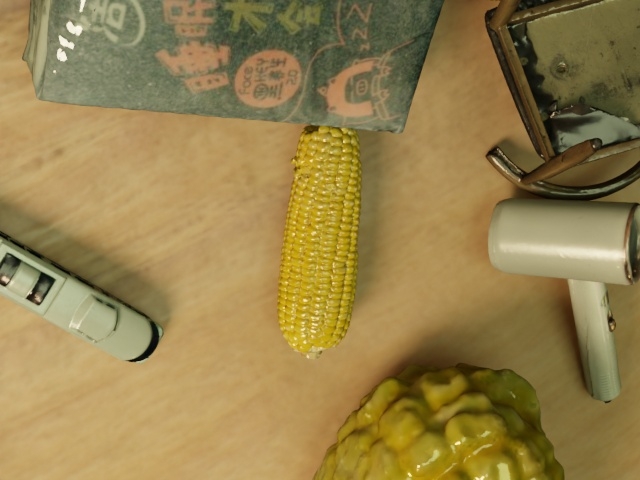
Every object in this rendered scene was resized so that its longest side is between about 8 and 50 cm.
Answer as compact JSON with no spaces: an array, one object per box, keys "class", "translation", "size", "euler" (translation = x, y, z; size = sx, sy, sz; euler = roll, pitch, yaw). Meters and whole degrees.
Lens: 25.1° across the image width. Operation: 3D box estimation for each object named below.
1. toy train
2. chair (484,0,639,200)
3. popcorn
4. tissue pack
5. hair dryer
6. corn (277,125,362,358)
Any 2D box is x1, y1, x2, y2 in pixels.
[{"class":"toy train","translation":[-0.216,0.042,1.160],"size":[0.207,0.047,0.043],"euler":[32,90,-23]},{"class":"chair","translation":[0.240,-0.140,1.195],"size":[0.188,0.272,0.166],"euler":[-16,81,-7]},{"class":"popcorn","translation":[0.100,0.250,1.268],"size":[0.225,0.173,0.286],"euler":[-10,116,-4]},{"class":"tissue pack","translation":[-0.055,-0.206,1.104],"size":[0.316,0.103,0.228],"euler":[3,121,-22]},{"class":"hair dryer","translation":[0.240,0.059,1.324],"size":[0.073,0.131,0.236],"euler":[-63,145,-40]},{"class":"corn","translation":[0.000,0.000,1.223],"size":[0.067,0.067,0.206],"euler":[0,101,-21]}]
